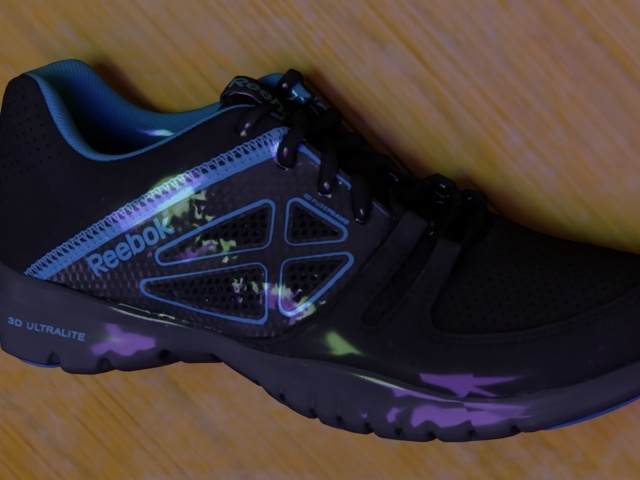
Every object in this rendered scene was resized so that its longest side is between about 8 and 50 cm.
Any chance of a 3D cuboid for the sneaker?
[{"bbox_3d":[0.000,0.000,0.802,0.341,0.125,0.140,6,108,14],"label":"sneaker"}]
